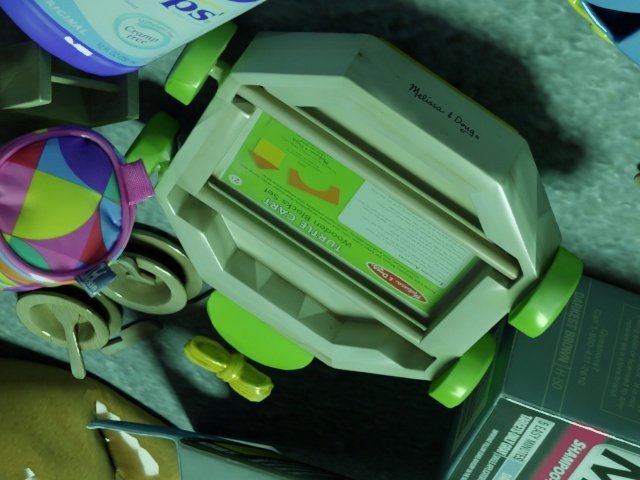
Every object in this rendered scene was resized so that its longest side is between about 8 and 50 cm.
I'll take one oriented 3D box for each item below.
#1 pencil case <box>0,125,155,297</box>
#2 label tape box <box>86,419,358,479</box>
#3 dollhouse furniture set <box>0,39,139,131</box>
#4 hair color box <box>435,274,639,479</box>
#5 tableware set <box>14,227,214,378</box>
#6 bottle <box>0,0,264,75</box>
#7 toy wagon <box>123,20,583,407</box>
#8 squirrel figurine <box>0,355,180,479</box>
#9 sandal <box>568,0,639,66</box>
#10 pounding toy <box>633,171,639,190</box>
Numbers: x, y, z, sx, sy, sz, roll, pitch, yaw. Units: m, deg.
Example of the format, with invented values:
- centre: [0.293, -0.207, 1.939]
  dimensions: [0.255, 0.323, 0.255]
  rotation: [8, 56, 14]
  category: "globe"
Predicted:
- centre: [-0.177, -0.016, 1.222]
  dimensions: [0.104, 0.104, 0.236]
  rotation: [28, 170, -15]
  category: "pencil case"
- centre: [0.011, 0.233, 1.441]
  dimensions: [0.347, 0.115, 0.249]
  rotation: [15, 175, 16]
  category: "label tape box"
- centre: [-0.217, -0.137, 1.142]
  dimensions: [0.129, 0.129, 0.183]
  rotation: [-8, 170, 37]
  category: "dollhouse furniture set"
- centre: [0.282, 0.160, 1.313]
  dimensions: [0.374, 0.113, 0.185]
  rotation: [19, 147, -2]
  category: "hair color box"
- centre: [-0.162, 0.045, 1.429]
  dimensions: [0.128, 0.039, 0.194]
  rotation: [35, 144, -24]
  category: "tableware set"
- centre: [-0.055, -0.175, 0.996]
  dimensions: [0.118, 0.092, 0.283]
  rotation: [39, 142, -27]
  category: "bottle"
- centre: [0.000, 0.000, 1.226]
  dimensions: [0.267, 0.068, 0.344]
  rotation: [34, 147, -3]
  category: "toy wagon"
- centre: [-0.339, 0.262, 1.534]
  dimensions: [0.281, 0.370, 0.397]
  rotation: [-14, 136, 40]
  category: "squirrel figurine"
- centre: [0.148, -0.150, 0.866]
  dimensions: [0.317, 0.138, 0.126]
  rotation: [32, 103, -25]
  category: "sandal"
- centre: [0.258, 0.035, 1.140]
  dimensions: [0.100, 0.130, 0.141]
  rotation: [-17, 135, 26]
  category: "pounding toy"
